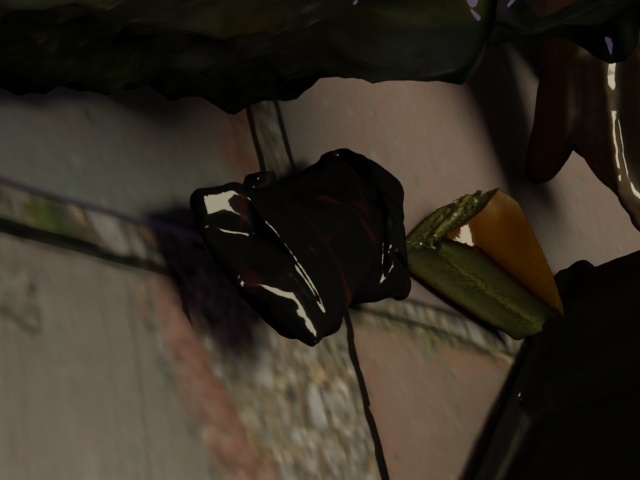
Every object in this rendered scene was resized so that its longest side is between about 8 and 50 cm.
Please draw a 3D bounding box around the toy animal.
[{"bbox_3d":[0.125,-0.071,0.794,0.179,0.089,0.188,114,-19,-67],"label":"toy animal"}]

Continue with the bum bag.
[{"bbox_3d":[-0.001,0.001,0.573,0.058,0.034,0.124,58,25,6],"label":"bum bag"}]

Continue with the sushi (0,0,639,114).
[{"bbox_3d":[0.024,-0.148,0.458,0.352,0.294,0.178,3,67,-59],"label":"sushi"}]

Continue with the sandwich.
[{"bbox_3d":[0.058,0.002,0.687,0.083,0.031,0.044,35,43,-49],"label":"sandwich"}]

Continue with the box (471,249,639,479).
[{"bbox_3d":[0.228,0.162,0.667,0.345,0.204,0.251,59,26,-11],"label":"box"}]
